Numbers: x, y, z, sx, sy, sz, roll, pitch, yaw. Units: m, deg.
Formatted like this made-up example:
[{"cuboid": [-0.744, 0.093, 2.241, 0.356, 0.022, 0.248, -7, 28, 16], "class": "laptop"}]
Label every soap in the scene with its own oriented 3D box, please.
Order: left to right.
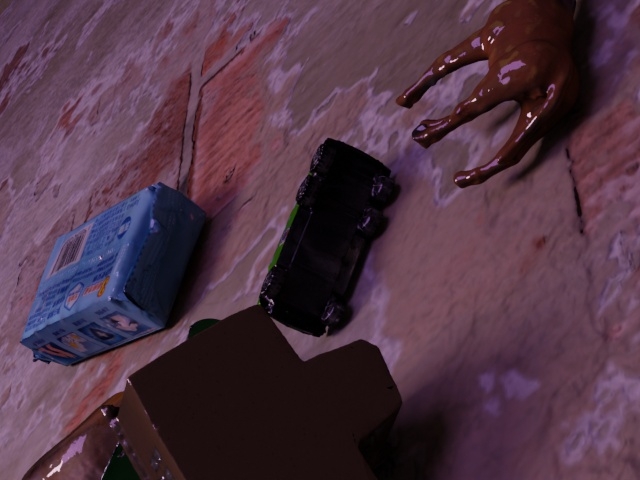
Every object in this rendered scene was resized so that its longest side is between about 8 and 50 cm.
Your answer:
[{"cuboid": [-0.228, 0.041, 1.463, 0.293, 0.077, 0.156, -21, 44, 52], "class": "soap"}]

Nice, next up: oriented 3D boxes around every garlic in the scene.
[{"cuboid": [-0.221, 0.220, 1.248, 0.195, 0.087, 0.101, -42, 16, 36], "class": "garlic"}]

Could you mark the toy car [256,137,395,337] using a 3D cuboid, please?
[{"cuboid": [0.000, 0.000, 1.119, 0.165, 0.071, 0.062, -68, 13, -22], "class": "toy car"}]

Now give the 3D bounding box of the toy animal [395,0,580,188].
[{"cuboid": [0.154, -0.167, 1.032, 0.229, 0.066, 0.224, -42, 33, 15], "class": "toy animal"}]

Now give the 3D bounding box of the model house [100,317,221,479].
[{"cuboid": [-0.094, 0.150, 1.090, 0.167, 0.117, 0.088, -62, 9, -6], "class": "model house"}]

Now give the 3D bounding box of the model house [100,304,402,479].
[{"cuboid": [-0.044, 0.174, 0.948, 0.176, 0.181, 0.248, -26, -20, -27], "class": "model house"}]
